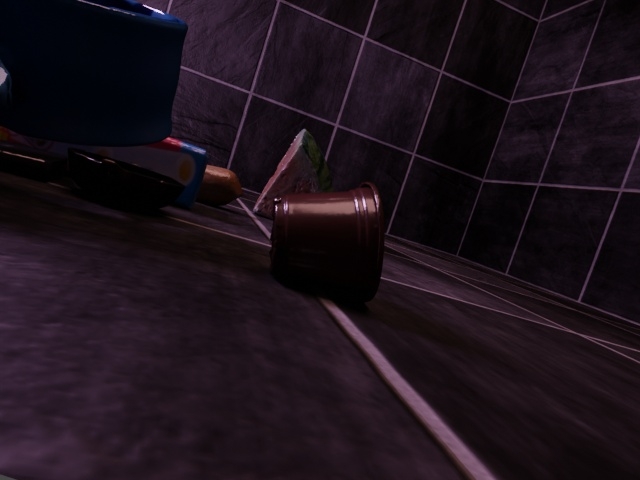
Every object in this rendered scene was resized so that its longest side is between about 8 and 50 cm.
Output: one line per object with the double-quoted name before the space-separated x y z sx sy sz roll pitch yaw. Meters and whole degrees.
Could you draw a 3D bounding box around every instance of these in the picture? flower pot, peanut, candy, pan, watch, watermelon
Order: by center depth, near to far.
"flower pot" 0.000 0.000 0.415 0.089 0.111 0.111 2 7 -8
"watch" -0.261 -0.189 0.459 0.274 0.241 0.305 -3 34 -43
"pan" -0.237 -0.068 0.518 0.128 0.048 0.202 17 3 7
"candy" -0.339 -0.142 0.713 0.306 0.100 0.157 15 5 -25
"peanut" -0.226 -0.111 0.908 0.152 0.076 0.076 13 6 -16
"watermelon" -0.070 -0.131 1.130 0.201 0.261 0.213 -10 11 -4

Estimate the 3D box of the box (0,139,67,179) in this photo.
"box" -0.375 -0.101 0.551 0.125 0.027 0.126 13 7 -22
